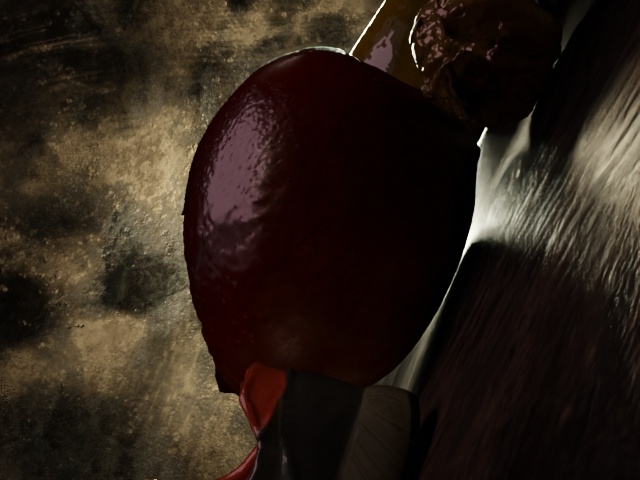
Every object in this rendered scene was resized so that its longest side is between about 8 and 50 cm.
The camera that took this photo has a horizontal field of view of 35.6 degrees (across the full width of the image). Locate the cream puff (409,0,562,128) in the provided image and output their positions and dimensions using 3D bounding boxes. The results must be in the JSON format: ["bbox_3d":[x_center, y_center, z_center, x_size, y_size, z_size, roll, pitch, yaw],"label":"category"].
[{"bbox_3d":[0.136,-0.147,0.809,0.104,0.119,0.133,-90,-12,-49],"label":"cream puff"}]

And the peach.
[{"bbox_3d":[0.000,0.000,0.928,0.281,0.281,0.338,-48,-19,-81],"label":"peach"}]

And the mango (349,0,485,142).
[{"bbox_3d":[0.159,-0.260,1.385,0.445,0.220,0.301,-65,-4,20],"label":"mango"}]

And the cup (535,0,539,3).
[{"bbox_3d":[0.208,-0.348,1.001,0.173,0.167,0.300,-58,28,30],"label":"cup"}]

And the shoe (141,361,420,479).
[{"bbox_3d":[-0.068,0.226,0.645,0.132,0.171,0.336,5,-71,-87],"label":"shoe"}]
